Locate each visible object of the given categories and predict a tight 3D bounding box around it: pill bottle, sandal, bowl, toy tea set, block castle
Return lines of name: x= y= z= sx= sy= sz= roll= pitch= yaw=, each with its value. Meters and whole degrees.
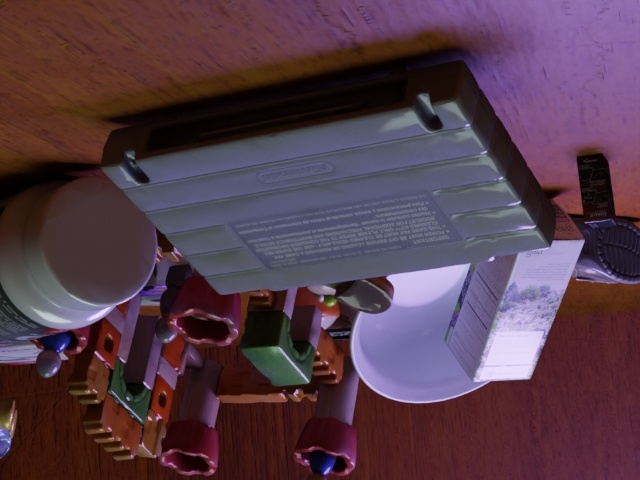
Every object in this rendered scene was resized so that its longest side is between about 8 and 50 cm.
pill bottle: x=-0.305 y=0.024 z=1.684 sx=0.161 sy=0.161 sz=0.283 roll=2 pitch=170 yaw=-36
sandal: x=-0.004 y=0.003 z=1.968 sx=0.240 sy=0.079 sz=0.088 roll=33 pitch=135 yaw=-21
bowl: x=0.159 y=0.073 z=2.141 sx=0.297 sy=0.298 sz=0.134 roll=-1 pitch=-145 yaw=-24
toy tea set: x=0.013 y=0.085 z=2.386 sx=0.200 sy=0.124 sz=0.336 roll=-6 pitch=172 yaw=12
block castle: x=-0.157 y=0.167 z=1.995 sx=0.303 sy=0.213 sz=0.453 roll=-4 pitch=147 yaw=24

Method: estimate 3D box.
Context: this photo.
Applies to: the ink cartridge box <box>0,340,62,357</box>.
ink cartridge box: x=-0.436 y=0.113 z=2.345 sx=0.226 sy=0.131 sz=0.306 roll=-6 pitch=173 yaw=15

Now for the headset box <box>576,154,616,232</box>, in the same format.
headset box: x=0.314 y=-0.050 z=1.753 sx=0.032 sy=0.083 sz=0.062 roll=-7 pitch=172 yaw=17

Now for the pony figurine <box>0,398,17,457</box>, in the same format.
pony figurine: x=-0.598 y=0.203 z=2.117 sx=0.363 sy=0.351 sz=0.303 roll=9 pitch=-156 yaw=-8

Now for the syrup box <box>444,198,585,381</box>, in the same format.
syrup box: x=0.251 y=0.065 z=2.022 sx=0.093 sy=0.237 sz=0.096 roll=0 pitch=-146 yaw=-24

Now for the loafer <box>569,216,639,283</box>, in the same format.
loafer: x=0.370 y=0.009 z=2.215 sx=0.251 sy=0.094 sz=0.087 roll=13 pitch=169 yaw=-35

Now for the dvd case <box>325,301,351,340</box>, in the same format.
dvd case: x=0.015 y=0.113 z=2.596 sx=0.253 sy=0.022 sz=0.180 roll=-3 pitch=-152 yaw=-8

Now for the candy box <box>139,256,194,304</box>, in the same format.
candy box: x=-0.212 y=0.048 z=2.215 sx=0.164 sy=0.070 sz=0.196 roll=1 pitch=169 yaw=-35

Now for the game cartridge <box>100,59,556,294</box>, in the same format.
game cartridge: x=0.009 y=-0.047 z=1.391 sx=0.355 sy=0.068 sz=0.230 roll=-8 pitch=146 yaw=28
